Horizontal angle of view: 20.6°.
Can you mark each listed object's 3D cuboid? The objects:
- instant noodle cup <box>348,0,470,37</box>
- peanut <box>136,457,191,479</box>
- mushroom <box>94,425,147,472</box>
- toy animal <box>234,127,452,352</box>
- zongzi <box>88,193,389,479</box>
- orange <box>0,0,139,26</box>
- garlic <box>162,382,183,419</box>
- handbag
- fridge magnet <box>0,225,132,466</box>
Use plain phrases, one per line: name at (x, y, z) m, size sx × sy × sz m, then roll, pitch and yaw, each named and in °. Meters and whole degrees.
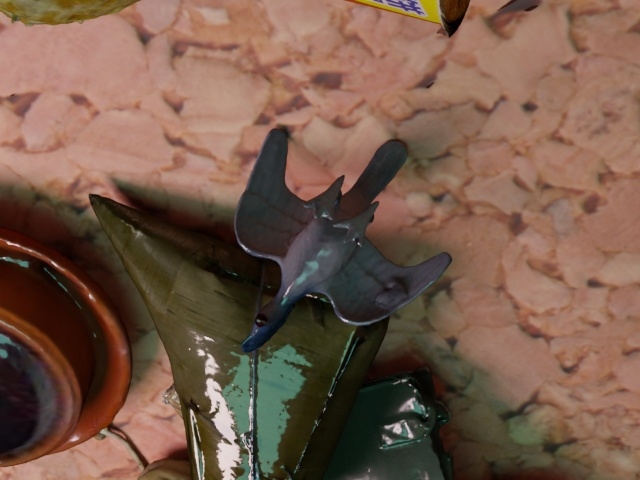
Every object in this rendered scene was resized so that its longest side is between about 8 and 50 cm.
instant noodle cup at (0.051, -0.301, 1.595) m, size 0.174 × 0.213 × 0.213 m, roll 9°, pitch 129°, yaw 13°
peanut at (-0.133, 0.367, 2.208) m, size 0.257 × 0.123 × 0.123 m, roll 36°, pitch 126°, yaw -22°
mushroom at (-0.210, 0.327, 2.249) m, size 0.028 × 0.026 × 0.286 m, roll -7°, pitch 130°, yaw 36°
toy animal at (0.000, 0.000, 1.835) m, size 0.239 × 0.255 × 0.176 m, roll 40°, pitch 149°, yaw 6°
zongzi at (-0.140, 0.144, 1.960) m, size 0.360 × 0.160 × 0.323 m, roll 22°, pitch 97°, yaw -2°
orange at (-0.234, -0.334, 1.612) m, size 0.271 × 0.210 × 0.369 m, roll 36°, pitch 128°, yaw -20°
garlic at (-0.139, 0.189, 2.091) m, size 0.094 × 0.074 × 0.113 m, roll 24°, pitch 134°, yaw -2°
handbag at (0.044, 0.294, 2.060) m, size 0.260 × 0.079 × 0.247 m, roll -16°, pitch 88°, yaw 22°
fridge magnet at (-0.398, 0.129, 2.037) m, size 0.364 × 0.155 × 0.363 m, roll 4°, pitch 129°, yaw 6°
